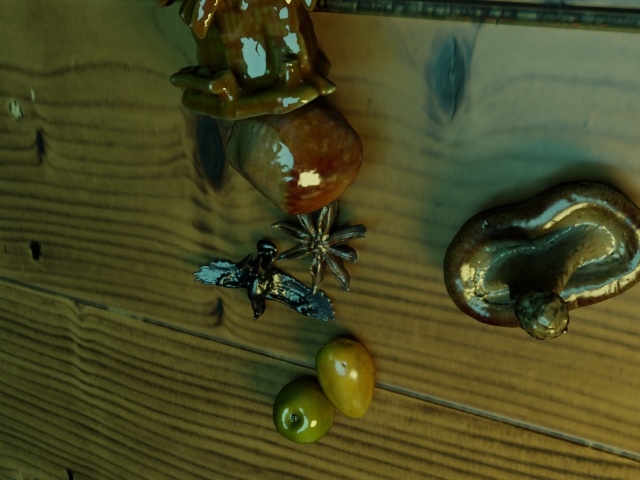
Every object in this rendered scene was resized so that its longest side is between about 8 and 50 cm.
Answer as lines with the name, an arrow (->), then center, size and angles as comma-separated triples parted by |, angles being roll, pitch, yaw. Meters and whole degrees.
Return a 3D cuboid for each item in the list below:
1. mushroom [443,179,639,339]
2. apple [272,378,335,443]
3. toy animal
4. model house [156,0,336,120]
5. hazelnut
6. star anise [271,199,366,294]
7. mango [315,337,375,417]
mushroom -> 0.207, 0.041, 0.698 | 0.227, 0.217, 0.148 | -32, 95, 33
apple -> -0.024, 0.240, 0.985 | 0.090, 0.074, 0.089 | 0, 90, 23
toy animal -> -0.081, 0.057, 0.955 | 0.220, 0.062, 0.108 | 13, 134, 21
model house -> -0.090, -0.260, 0.746 | 0.220, 0.199, 0.229 | -8, 111, 16
hazelnut -> -0.029, -0.107, 0.807 | 0.154, 0.143, 0.143 | 39, 126, 35
star anise -> -0.001, -0.001, 0.890 | 0.141, 0.042, 0.141 | 10, 114, 23
mango -> 0.034, 0.184, 0.939 | 0.080, 0.060, 0.114 | -13, 108, 34
